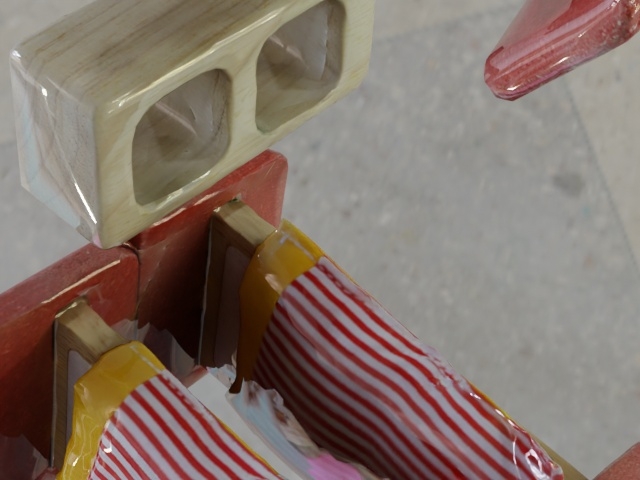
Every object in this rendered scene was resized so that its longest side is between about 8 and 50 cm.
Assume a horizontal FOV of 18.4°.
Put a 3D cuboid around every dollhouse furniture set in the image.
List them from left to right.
[{"bbox_3d":[0.000,0.000,0.587,0.201,0.152,0.374,38,144,26],"label":"dollhouse furniture set"}]
